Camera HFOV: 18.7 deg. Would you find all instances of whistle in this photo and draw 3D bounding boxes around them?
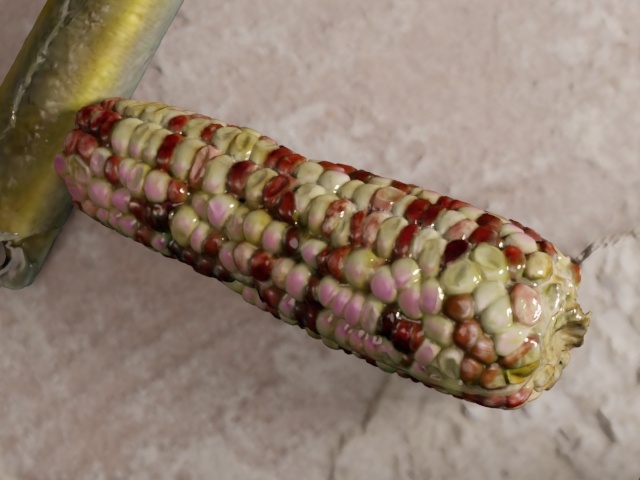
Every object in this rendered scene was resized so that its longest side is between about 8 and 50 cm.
[{"bbox_3d":[-0.108,-0.115,0.997,0.068,0.057,0.326,29,108,-6],"label":"whistle"}]

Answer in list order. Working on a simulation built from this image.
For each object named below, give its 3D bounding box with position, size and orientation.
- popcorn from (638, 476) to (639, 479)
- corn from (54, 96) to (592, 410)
[{"bbox_3d":[0.205,0.173,0.815,0.198,0.198,0.212,20,68,19],"label":"popcorn"},{"bbox_3d":[0.000,0.000,0.954,0.280,0.092,0.092,23,103,22],"label":"corn"}]
